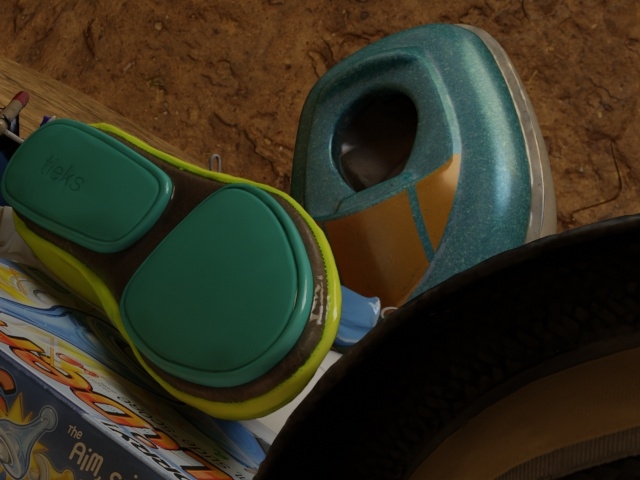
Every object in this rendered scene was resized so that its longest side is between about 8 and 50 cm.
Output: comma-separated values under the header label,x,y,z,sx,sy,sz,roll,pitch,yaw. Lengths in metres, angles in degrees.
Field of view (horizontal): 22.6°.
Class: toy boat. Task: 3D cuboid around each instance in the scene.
label,x,y,z,sx,sy,sz,roll,pitch,yaw
toy boat,0.000,0.000,1.055,0.148,0.318,0.267,34,39,-47

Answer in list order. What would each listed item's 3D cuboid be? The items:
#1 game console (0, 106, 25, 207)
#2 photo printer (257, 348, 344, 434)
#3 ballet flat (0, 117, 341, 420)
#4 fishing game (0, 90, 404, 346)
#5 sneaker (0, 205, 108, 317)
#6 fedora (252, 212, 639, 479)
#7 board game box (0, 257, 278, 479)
label,x,y,z,sx,sy,sz,roll,pitch,yaw
game console,-0.212,-0.014,0.886,0.124,0.085,0.144,0,-16,-34
photo printer,0.088,0.153,0.747,0.307,0.107,0.256,25,5,-37
ballet flat,-0.044,0.014,0.587,0.077,0.077,0.231,47,-9,-36
fishing game,-0.043,-0.009,0.806,0.264,0.041,0.189,30,8,-9
sneaker,-0.167,0.025,0.823,0.235,0.090,0.095,31,-9,6
fedora,0.126,0.152,0.352,0.334,0.334,0.152,28,34,-6
board game box,-0.073,0.060,0.535,0.201,0.035,0.136,31,4,26
